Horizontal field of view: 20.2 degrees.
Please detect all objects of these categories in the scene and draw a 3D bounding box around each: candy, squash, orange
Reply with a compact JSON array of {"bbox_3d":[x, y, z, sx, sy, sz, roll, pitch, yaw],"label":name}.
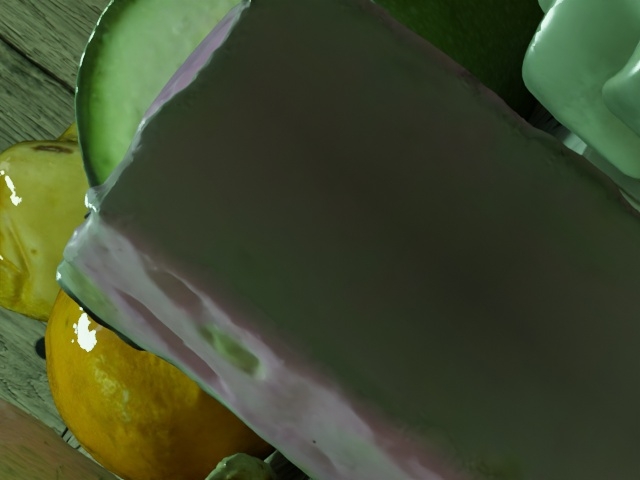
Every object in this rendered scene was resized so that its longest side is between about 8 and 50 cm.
[{"bbox_3d":[0.037,0.023,0.729,0.155,0.265,0.116,-55,4,-22],"label":"candy"},{"bbox_3d":[0.028,-0.125,1.240,0.263,0.263,0.384,-48,-2,32],"label":"squash"},{"bbox_3d":[-0.083,0.061,1.406,0.284,0.226,0.284,-45,5,4],"label":"orange"}]

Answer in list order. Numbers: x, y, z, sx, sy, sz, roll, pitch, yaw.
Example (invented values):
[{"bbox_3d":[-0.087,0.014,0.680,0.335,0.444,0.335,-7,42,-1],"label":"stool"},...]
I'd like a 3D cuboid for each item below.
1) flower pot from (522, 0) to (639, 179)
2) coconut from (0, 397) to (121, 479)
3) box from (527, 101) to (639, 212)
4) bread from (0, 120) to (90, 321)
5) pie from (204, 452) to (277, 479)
[{"bbox_3d":[0.242,-0.187,0.874,0.367,0.164,0.254,-52,12,-7],"label":"flower pot"},{"bbox_3d":[-0.366,0.304,1.510,0.404,0.404,0.404,-51,7,9],"label":"coconut"},{"bbox_3d":[0.169,-0.058,1.082,0.149,0.067,0.233,-49,6,46],"label":"box"},{"bbox_3d":[-0.224,-0.010,2.144,0.361,0.394,0.250,-57,-30,-77],"label":"bread"},{"bbox_3d":[-0.105,0.239,1.289,0.179,0.084,0.205,-57,6,-36],"label":"pie"}]
